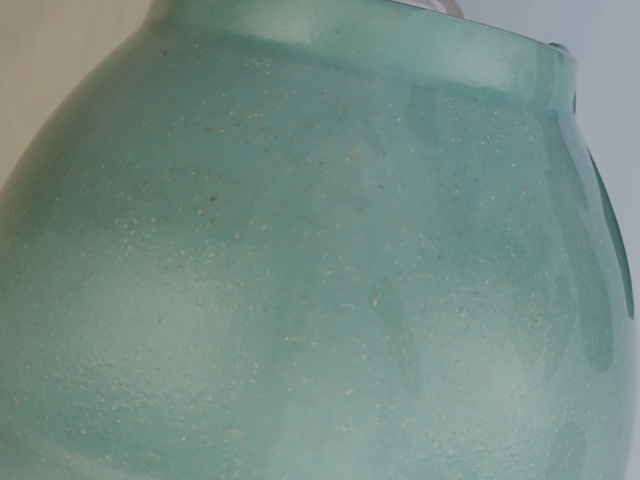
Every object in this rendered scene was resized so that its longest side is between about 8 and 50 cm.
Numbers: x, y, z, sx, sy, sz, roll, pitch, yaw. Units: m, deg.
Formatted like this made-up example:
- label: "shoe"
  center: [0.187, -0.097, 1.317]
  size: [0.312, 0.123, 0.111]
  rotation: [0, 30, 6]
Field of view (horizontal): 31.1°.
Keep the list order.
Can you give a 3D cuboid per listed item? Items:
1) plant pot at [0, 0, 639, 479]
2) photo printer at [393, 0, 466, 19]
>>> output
- label: "plant pot"
  center: [0.000, 0.000, 0.478]
  size: [0.293, 0.293, 0.196]
  rotation: [-50, 152, -83]
- label: "photo printer"
  center: [-0.004, -0.138, 0.996]
  size: [0.107, 0.307, 0.256]
  rotation: [-40, 149, -34]
